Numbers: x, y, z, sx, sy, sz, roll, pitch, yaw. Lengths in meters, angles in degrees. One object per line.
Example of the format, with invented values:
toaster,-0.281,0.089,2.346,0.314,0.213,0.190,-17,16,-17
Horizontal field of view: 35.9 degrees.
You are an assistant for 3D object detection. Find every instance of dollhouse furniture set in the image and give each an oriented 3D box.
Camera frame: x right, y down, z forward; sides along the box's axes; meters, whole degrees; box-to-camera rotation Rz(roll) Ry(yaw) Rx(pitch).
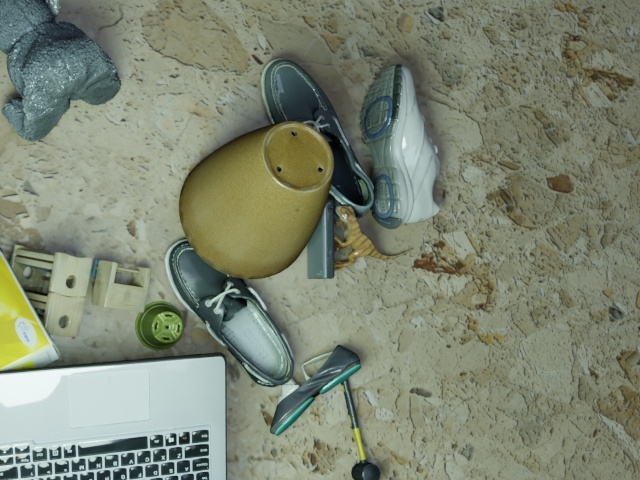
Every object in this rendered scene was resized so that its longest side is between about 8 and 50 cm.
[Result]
dollhouse furniture set,-0.394,0.089,1.595,0.183,0.129,0.129,14,85,-49

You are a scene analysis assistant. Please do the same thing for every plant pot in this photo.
plant pot,-0.080,-0.088,1.594,0.237,0.254,0.237,9,67,-22
plant pot,-0.261,0.144,1.640,0.083,0.079,0.083,1,88,-19

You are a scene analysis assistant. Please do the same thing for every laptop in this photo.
laptop,-0.289,0.394,1.352,0.381,0.236,0.408,-3,101,-19

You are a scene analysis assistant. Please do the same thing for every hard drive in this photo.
hard drive,0.000,0.000,1.728,0.022,0.094,0.135,0,87,-20

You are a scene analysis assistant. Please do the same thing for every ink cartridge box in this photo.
ink cartridge box,-0.590,0.125,1.455,0.307,0.072,0.304,-27,61,-20

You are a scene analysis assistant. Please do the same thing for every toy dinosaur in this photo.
toy dinosaur,0.074,0.013,1.761,0.211,0.112,0.064,40,36,-50

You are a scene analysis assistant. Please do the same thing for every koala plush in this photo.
koala plush,-0.446,-0.310,1.557,0.196,0.203,0.221,-33,86,-18

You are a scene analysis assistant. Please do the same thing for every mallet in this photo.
mallet,0.061,0.344,1.768,0.039,0.062,0.190,-11,76,-20

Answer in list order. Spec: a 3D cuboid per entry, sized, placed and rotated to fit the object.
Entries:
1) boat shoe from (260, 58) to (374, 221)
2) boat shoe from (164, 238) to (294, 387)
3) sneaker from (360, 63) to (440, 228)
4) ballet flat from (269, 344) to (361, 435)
boat shoe,0.003,-0.182,1.737,0.116,0.099,0.320,-29,97,-18
boat shoe,-0.147,0.120,1.674,0.114,0.091,0.302,-45,101,-16
sneaker,0.152,-0.171,1.800,0.129,0.111,0.297,-3,92,-35
ballet flat,-0.022,0.255,1.728,0.203,0.074,0.074,-38,99,-11
